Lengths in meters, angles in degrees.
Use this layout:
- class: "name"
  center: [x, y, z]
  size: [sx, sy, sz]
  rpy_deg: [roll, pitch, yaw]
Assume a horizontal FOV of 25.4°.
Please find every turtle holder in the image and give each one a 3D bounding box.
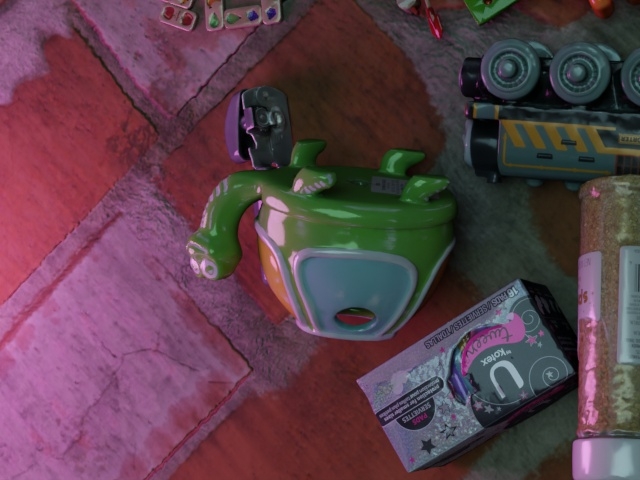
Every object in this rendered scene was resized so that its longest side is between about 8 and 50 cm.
- class: "turtle holder"
  center: [0.014, 0.005, 1.805]
  size: [0.243, 0.320, 0.227]
  rpy_deg: [32, 120, 58]

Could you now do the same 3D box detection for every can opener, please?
- class: "can opener"
  center: [-0.075, -0.074, 1.964]
  size: [0.095, 0.076, 0.284]
  rpy_deg: [-14, 81, 51]

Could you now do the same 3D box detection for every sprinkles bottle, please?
- class: "sprinkles bottle"
  center: [0.357, 0.107, 1.650]
  size: [0.121, 0.121, 0.355]
  rpy_deg: [-1, 77, 20]

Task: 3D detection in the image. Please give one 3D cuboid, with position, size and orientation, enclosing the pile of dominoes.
- class: "pile of dominoes"
  center: [-0.157, -0.423, 2.021]
  size: [0.196, 0.040, 0.251]
  rpy_deg: [-6, 84, 19]

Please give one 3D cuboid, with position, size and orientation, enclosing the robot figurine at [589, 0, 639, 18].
- class: "robot figurine"
  center: [0.342, -0.394, 1.793]
  size: [0.158, 0.128, 0.219]
  rpy_deg: [-34, 73, 52]

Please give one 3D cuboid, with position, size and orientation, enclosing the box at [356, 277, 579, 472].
- class: "box"
  center: [0.200, 0.173, 1.785]
  size: [0.247, 0.163, 0.142]
  rpy_deg: [-34, 74, 15]

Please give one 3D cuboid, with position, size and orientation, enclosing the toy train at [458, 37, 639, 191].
- class: "toy train"
  center: [0.332, -0.154, 1.781]
  size: [0.333, 0.142, 0.190]
  rpy_deg: [6, 98, 20]

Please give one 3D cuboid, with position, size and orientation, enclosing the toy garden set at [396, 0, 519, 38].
- class: "toy garden set"
  center: [0.160, -0.388, 1.901]
  size: [0.203, 0.049, 0.244]
  rpy_deg: [-32, 77, 13]
